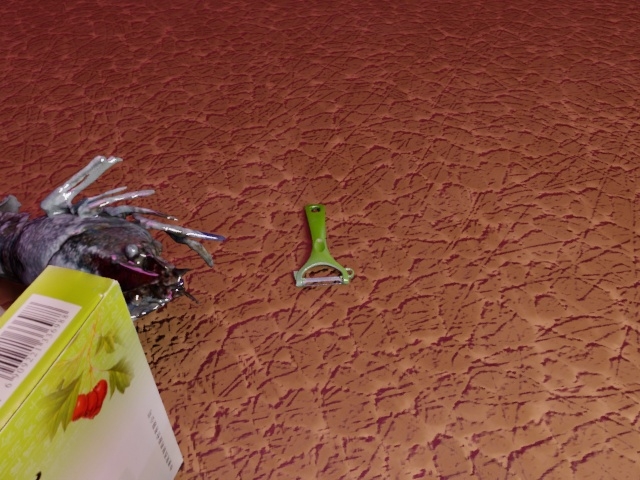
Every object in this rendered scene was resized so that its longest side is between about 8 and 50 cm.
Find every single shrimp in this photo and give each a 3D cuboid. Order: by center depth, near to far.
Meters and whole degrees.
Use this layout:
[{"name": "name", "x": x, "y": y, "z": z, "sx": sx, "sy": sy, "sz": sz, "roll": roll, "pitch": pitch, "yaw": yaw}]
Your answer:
[{"name": "shrimp", "x": -0.271, "y": 0.015, "z": 0.651, "sx": 0.411, "sy": 0.221, "sz": 0.166, "roll": 4, "pitch": 18, "yaw": 24}]

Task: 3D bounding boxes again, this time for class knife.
[{"name": "knife", "x": 0.000, "y": -0.002, "z": 0.793, "sx": 0.078, "sy": 0.022, "sz": 0.166, "roll": 1, "pitch": 44, "yaw": -6}]

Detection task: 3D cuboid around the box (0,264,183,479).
[{"name": "box", "x": -0.189, "y": 0.171, "z": 0.431, "sx": 0.062, "sy": 0.260, "sz": 0.175, "roll": 11, "pitch": 43, "yaw": 13}]

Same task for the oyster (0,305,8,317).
[{"name": "oyster", "x": -0.424, "y": 0.138, "z": 0.540, "sx": 0.129, "sy": 0.078, "sz": 0.345, "roll": 40, "pitch": 27, "yaw": 11}]
